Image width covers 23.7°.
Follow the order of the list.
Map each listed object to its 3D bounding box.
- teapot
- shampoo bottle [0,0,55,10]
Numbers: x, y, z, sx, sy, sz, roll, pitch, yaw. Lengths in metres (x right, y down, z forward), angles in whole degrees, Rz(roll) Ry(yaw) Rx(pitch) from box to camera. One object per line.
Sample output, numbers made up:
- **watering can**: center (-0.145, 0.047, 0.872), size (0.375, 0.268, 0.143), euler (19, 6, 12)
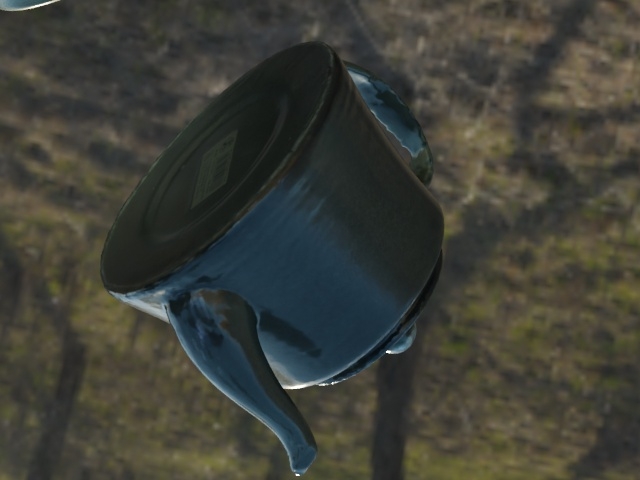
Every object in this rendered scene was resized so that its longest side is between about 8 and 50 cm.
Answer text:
- **teapot**: center (0.000, 0.000, 0.778), size (0.149, 0.239, 0.162), euler (42, 134, -21)
- **shampoo bottle**: center (-0.189, -0.258, 0.881), size (0.087, 0.234, 0.118), euler (-20, -160, -8)
